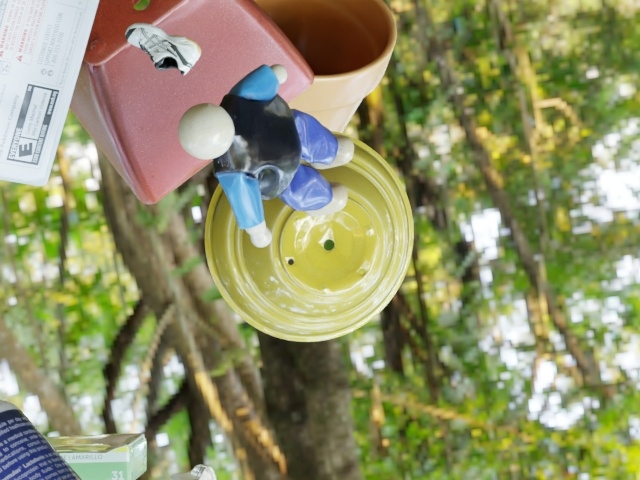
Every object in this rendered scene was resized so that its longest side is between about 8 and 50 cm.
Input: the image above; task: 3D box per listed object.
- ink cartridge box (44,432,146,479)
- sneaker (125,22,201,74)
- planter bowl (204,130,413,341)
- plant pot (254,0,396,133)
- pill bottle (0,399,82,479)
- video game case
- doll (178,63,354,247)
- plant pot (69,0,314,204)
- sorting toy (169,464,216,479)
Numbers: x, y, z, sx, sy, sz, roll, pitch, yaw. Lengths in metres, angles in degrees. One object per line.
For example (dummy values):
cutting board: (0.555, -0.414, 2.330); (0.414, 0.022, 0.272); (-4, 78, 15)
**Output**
ink cartridge box: (-0.311, 0.267, 1.663); (0.171, 0.056, 0.235); (-2, 179, 3)
sneaker: (-0.159, -0.186, 1.359); (0.083, 0.037, 0.032); (18, 161, 22)
planter bowl: (0.000, 0.000, 1.364); (0.217, 0.217, 0.090); (-12, -171, -12)
plant pot: (-0.058, -0.238, 1.945); (0.291, 0.203, 0.291); (8, -137, -8)
pill bottle: (-0.312, 0.248, 1.323); (0.153, 0.265, 0.153); (-41, 166, -12)
video game case: (-0.365, -0.232, 1.377); (0.300, 0.329, 0.036); (9, -166, -40)
doll: (-0.037, -0.059, 0.980); (0.046, 0.129, 0.189); (4, 173, 28)
plant pot: (-0.206, -0.254, 1.659); (0.267, 0.267, 0.236); (-38, 155, -5)
sorting toy: (-0.179, 0.334, 1.815); (0.075, 0.045, 0.083); (6, -124, 39)
